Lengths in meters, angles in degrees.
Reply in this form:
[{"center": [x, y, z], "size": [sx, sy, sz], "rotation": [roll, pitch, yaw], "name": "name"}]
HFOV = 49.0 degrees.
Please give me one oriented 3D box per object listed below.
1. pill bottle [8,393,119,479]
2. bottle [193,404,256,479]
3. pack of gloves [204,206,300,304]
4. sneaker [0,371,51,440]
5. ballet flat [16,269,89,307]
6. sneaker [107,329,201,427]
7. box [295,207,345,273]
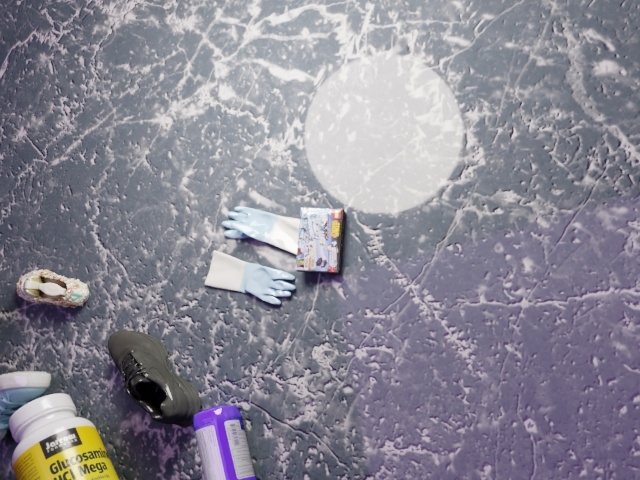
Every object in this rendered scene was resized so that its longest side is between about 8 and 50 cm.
[{"center": [-0.552, 0.512, 1.531], "size": [0.188, 0.188, 0.334], "rotation": [-40, 66, 11], "name": "pill bottle"}, {"center": [-0.180, 0.479, 1.411], "size": [0.092, 0.118, 0.283], "rotation": [-20, 71, 9], "name": "bottle"}, {"center": [-0.144, 0.027, 1.540], "size": [0.232, 0.046, 0.195], "rotation": [13, 83, 26], "name": "pack of gloves"}, {"center": [-0.772, 0.420, 1.690], "size": [0.365, 0.135, 0.150], "rotation": [-26, 70, 29], "name": "sneaker"}, {"center": [-0.681, 0.115, 1.743], "size": [0.240, 0.077, 0.091], "rotation": [3, 80, 25], "name": "ballet flat"}, {"center": [-0.384, 0.292, 1.540], "size": [0.286, 0.130, 0.109], "rotation": [37, 96, 28], "name": "sneaker"}, {"center": [0.000, 0.000, 1.482], "size": [0.093, 0.027, 0.137], "rotation": [3, 79, 14], "name": "box"}]
